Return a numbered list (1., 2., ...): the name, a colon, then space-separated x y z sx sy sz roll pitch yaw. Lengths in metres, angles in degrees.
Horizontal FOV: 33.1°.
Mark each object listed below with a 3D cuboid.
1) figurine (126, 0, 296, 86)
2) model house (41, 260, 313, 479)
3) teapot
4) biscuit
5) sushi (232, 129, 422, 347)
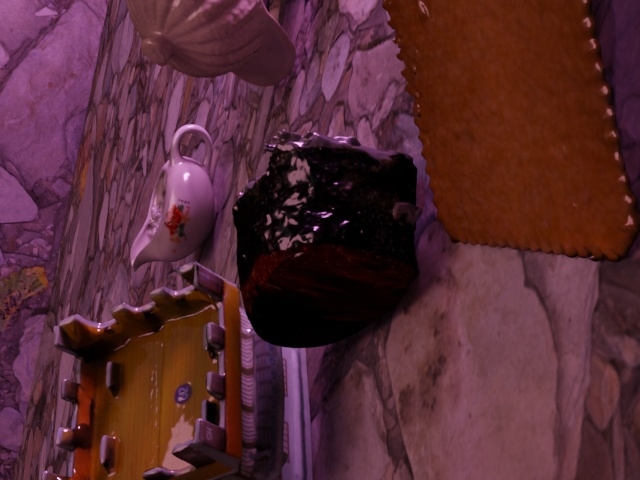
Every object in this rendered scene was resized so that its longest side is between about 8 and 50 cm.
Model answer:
1. figurine: -0.115 -0.347 1.261 0.185 0.205 0.332 151 127 -67
2. model house: -0.117 0.167 1.014 0.198 0.215 0.224 -25 52 27
3. teapot: -0.192 -0.052 1.489 0.145 0.092 0.226 -131 55 -61
4. biscuit: 0.109 -0.102 0.689 0.237 0.013 0.232 7 113 67
5. sushi: 0.000 0.000 0.901 0.225 0.136 0.126 125 152 -62
